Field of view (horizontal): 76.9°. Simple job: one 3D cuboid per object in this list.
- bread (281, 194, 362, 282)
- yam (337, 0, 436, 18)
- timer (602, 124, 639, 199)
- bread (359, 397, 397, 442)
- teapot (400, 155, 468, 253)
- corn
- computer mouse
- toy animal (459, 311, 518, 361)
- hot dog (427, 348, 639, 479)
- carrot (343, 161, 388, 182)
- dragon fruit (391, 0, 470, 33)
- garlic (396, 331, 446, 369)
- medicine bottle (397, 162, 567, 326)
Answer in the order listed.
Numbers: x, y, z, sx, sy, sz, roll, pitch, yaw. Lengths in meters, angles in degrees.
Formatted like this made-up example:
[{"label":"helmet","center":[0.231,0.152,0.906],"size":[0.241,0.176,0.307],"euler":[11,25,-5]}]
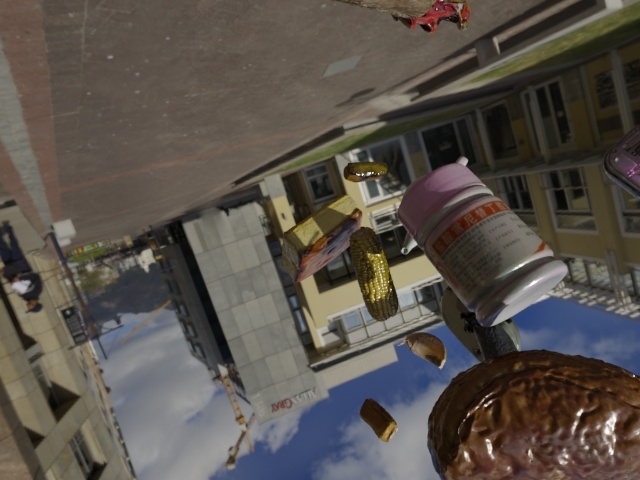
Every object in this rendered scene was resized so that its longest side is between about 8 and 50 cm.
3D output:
[{"label":"bread","center":[0.000,0.000,1.636],"size":[0.333,0.143,0.323],"euler":[-35,164,-18]},{"label":"yam","center":[0.092,-0.478,0.716],"size":[0.239,0.127,0.129],"euler":[-5,149,-26]},{"label":"timer","center":[0.945,-0.225,1.149],"size":[0.190,0.208,0.069],"euler":[-47,150,16]},{"label":"bread","center":[0.176,0.550,1.240],"size":[0.054,0.074,0.132],"euler":[21,-174,-38]},{"label":"teapot","center":[0.433,-0.129,1.543],"size":[0.423,0.252,0.280],"euler":[-61,168,21]},{"label":"corn","center":[0.152,0.109,1.117],"size":[0.102,0.310,0.101],"euler":[-14,-150,8]},{"label":"computer mouse","center":[0.478,0.247,1.212],"size":[0.095,0.197,0.331],"euler":[-3,-157,-15]},{"label":"toy animal","center":[0.418,0.237,0.948],"size":[0.121,0.117,0.210],"euler":[-26,-140,13]},{"label":"hot dog","center":[0.373,0.308,0.669],"size":[0.388,0.266,0.174],"euler":[-6,-137,9]},{"label":"carrot","center":[0.174,-0.266,1.562],"size":[0.173,0.082,0.082],"euler":[-4,-179,-23]},{"label":"dragon fruit","center":[0.358,-0.834,1.358],"size":[0.308,0.243,0.227],"euler":[1,139,-25]},{"label":"garlic","center":[0.415,0.433,1.640],"size":[0.128,0.198,0.090],"euler":[-51,167,-54]},{"label":"medicine bottle","center":[0.333,0.004,0.873],"size":[0.202,0.315,0.202],"euler":[-24,148,-16]}]
